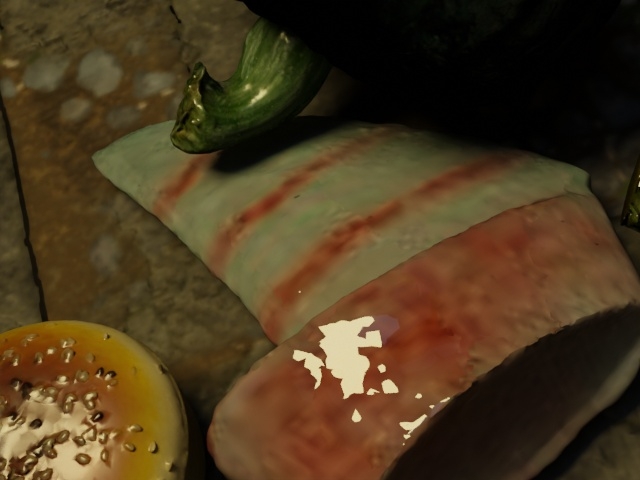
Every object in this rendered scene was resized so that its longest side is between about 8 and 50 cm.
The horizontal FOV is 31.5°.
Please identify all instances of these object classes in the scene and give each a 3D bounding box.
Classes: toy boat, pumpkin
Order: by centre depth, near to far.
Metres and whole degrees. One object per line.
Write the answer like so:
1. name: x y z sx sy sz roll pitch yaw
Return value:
1. pumpkin: 0.009 -0.141 0.507 0.248 0.248 0.248 -7 61 13
2. toy boat: 0.000 0.000 0.522 0.206 0.096 0.282 -39 47 -14

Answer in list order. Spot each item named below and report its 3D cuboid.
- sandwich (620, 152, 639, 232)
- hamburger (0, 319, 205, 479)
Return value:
1. sandwich: 0.242 -0.069 0.484 0.159 0.079 0.235 29 77 17
2. hamburger: -0.121 0.098 0.488 0.141 0.081 0.126 -10 62 19
